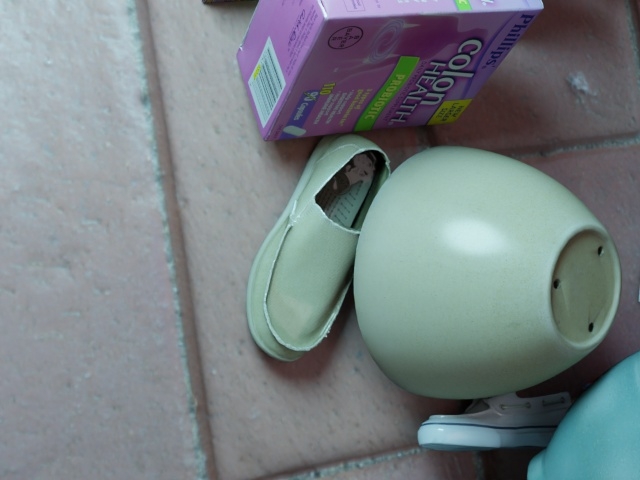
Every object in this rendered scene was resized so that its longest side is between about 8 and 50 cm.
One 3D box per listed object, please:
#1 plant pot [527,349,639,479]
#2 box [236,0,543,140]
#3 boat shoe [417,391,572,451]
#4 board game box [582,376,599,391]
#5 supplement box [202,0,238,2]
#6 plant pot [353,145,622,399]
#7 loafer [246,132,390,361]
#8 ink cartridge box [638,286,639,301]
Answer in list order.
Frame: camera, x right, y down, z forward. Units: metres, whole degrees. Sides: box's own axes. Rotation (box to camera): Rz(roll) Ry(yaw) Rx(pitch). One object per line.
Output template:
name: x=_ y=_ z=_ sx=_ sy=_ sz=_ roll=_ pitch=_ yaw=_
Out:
plant pot: x=0.347 y=0.272 z=1.095 sx=0.293 sy=0.196 sz=0.293 roll=43 pitch=29 yaw=-31
box: x=0.063 y=-0.215 z=1.069 sx=0.243 sy=0.213 sz=0.117 roll=-9 pitch=67 yaw=-25
boat shoe: x=0.204 y=0.205 z=1.197 sx=0.226 sy=0.083 sz=0.075 roll=8 pitch=72 yaw=-35
board game box: x=0.521 y=0.267 z=1.318 sx=0.308 sy=0.086 sz=0.301 roll=-22 pitch=95 yaw=-23
supplement box: x=-0.084 y=-0.286 z=1.110 sx=0.083 sy=0.055 sz=0.043 roll=-9 pitch=88 yaw=-25
plant pot: x=0.202 y=0.042 z=1.094 sx=0.284 sy=0.191 sz=0.284 roll=-5 pitch=98 yaw=-41
loafer: x=0.000 y=0.000 z=1.105 sx=0.102 sy=0.092 sz=0.268 roll=23 pitch=77 yaw=-21
ink cartridge box: x=0.456 y=0.020 z=1.305 sx=0.052 sy=0.088 sz=0.122 roll=9 pitch=82 yaw=-23
